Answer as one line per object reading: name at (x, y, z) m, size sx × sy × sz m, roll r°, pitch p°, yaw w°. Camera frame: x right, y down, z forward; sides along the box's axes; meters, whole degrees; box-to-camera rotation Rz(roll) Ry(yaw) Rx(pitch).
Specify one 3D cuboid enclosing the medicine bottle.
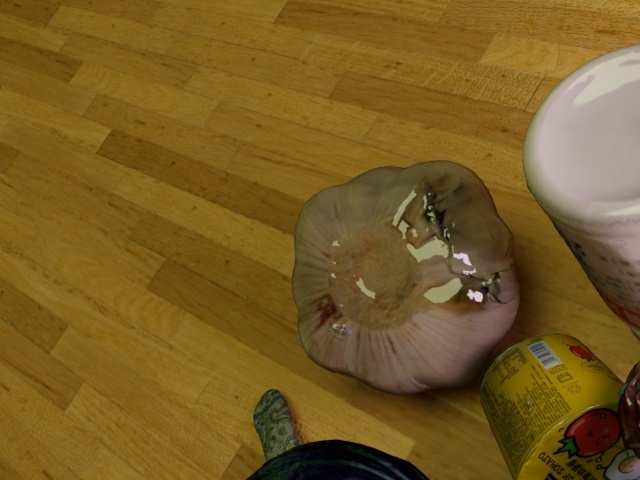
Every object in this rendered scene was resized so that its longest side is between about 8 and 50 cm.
medicine bottle at (0.367, -0.012, 0.969) m, size 0.211 × 0.371 × 0.211 m, roll -19°, pitch 51°, yaw 25°

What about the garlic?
garlic at (0.104, 0.049, 1.206) m, size 0.322 × 0.241 × 0.322 m, roll -23°, pitch 55°, yaw 39°

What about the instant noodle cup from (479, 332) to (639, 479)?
instant noodle cup at (0.268, 0.197, 1.047) m, size 0.182 × 0.182 × 0.144 m, roll -38°, pitch 37°, yaw 9°

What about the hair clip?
hair clip at (-0.043, 0.290, 1.293) m, size 0.066 × 0.036 × 0.229 m, roll -45°, pitch 45°, yaw 11°

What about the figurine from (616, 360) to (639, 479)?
figurine at (0.339, 0.199, 0.891) m, size 0.116 × 0.175 × 0.240 m, roll -10°, pitch 53°, yaw 50°

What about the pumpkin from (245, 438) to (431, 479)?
pumpkin at (0.044, 0.379, 0.947) m, size 0.266 × 0.363 × 0.363 m, roll -40°, pitch 46°, yaw 7°
